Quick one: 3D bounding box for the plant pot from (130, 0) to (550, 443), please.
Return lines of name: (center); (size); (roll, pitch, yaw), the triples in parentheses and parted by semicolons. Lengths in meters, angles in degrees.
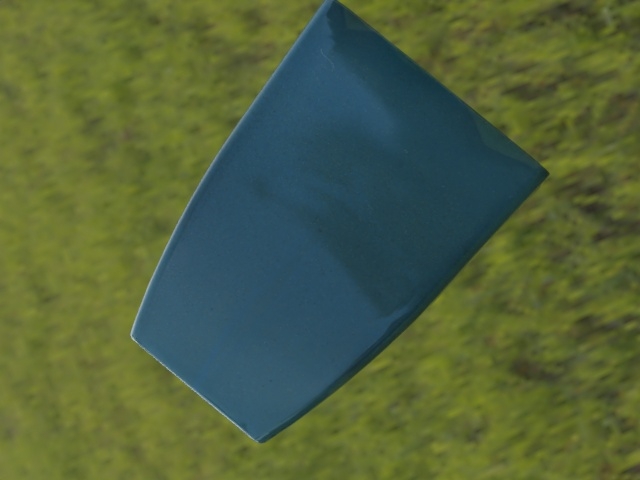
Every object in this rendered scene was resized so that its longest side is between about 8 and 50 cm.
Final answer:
plant pot: (0.000, 0.000, 1.124); (0.165, 0.234, 0.165); (40, -178, 4)
